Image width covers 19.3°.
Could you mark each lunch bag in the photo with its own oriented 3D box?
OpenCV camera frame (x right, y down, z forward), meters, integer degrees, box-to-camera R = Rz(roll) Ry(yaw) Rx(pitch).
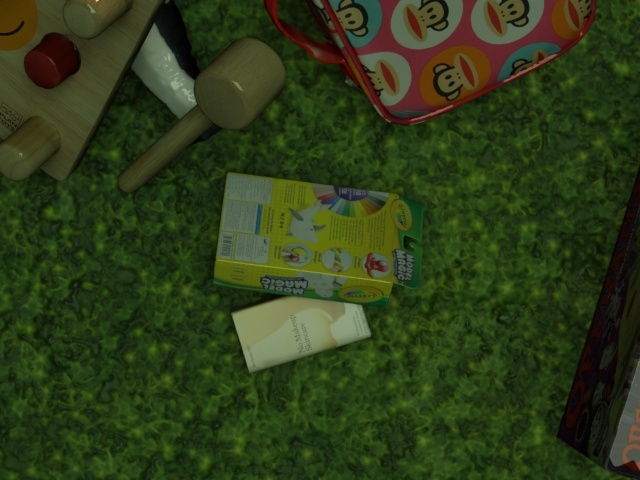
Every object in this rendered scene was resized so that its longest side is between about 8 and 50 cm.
[{"bbox_3d":[0.075,-0.240,1.572,0.258,0.120,0.293,-28,130,-1],"label":"lunch bag"}]

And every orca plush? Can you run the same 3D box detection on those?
[{"bbox_3d":[-0.150,-0.230,1.634,0.287,0.151,0.102,46,57,0],"label":"orca plush"}]

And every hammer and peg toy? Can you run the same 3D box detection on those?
[{"bbox_3d":[-0.227,-0.164,1.552,0.361,0.266,0.127,38,45,2],"label":"hammer and peg toy"}]

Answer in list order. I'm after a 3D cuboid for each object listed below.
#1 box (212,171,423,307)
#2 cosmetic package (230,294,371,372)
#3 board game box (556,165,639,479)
[{"bbox_3d":[0.000,0.000,1.648,0.179,0.043,0.105,7,52,-1],"label":"box"},{"bbox_3d":[-0.018,0.073,1.674,0.115,0.041,0.060,-18,92,-3],"label":"cosmetic package"},{"bbox_3d":[0.290,0.023,1.607,0.056,0.208,0.347,17,90,0],"label":"board game box"}]
